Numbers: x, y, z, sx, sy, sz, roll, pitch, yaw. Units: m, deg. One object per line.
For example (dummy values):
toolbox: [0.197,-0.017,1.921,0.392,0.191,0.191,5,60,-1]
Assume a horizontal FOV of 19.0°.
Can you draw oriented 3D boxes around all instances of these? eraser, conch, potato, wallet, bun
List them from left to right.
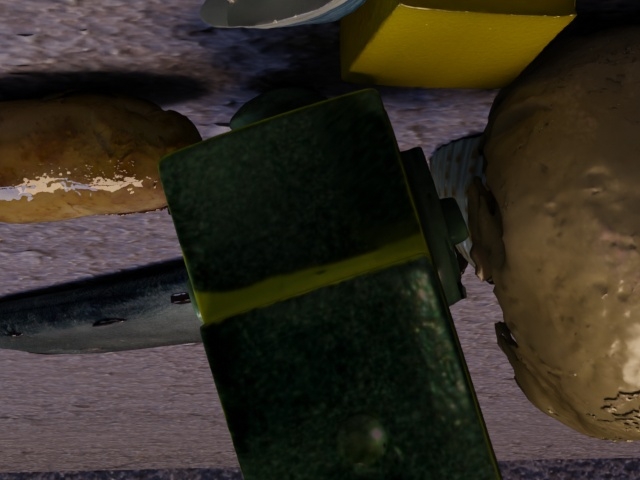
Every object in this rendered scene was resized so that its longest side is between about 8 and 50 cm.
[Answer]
potato: [-0.156,-0.052,1.182,0.170,0.080,0.107,-8,158,10]
wallet: [-0.146,0.068,1.773,0.379,0.046,0.191,-11,163,37]
eraser: [0.070,-0.119,1.004,0.097,0.045,0.122,2,166,-12]
conch: [0.149,-0.014,1.332,0.153,0.102,0.135,-3,142,15]
bun: [0.162,0.001,1.105,0.152,0.259,0.259,-3,167,5]

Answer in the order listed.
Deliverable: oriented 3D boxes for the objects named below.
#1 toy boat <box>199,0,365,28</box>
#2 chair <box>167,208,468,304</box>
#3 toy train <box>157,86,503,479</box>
toy boat: [-0.046,-0.132,0.953,0.149,0.034,0.105,4,164,-27]
chair: [0.000,0.000,1.431,0.212,0.084,0.101,-10,169,30]
toy train: [0.032,0.114,1.110,0.179,0.442,0.272,-18,176,3]
